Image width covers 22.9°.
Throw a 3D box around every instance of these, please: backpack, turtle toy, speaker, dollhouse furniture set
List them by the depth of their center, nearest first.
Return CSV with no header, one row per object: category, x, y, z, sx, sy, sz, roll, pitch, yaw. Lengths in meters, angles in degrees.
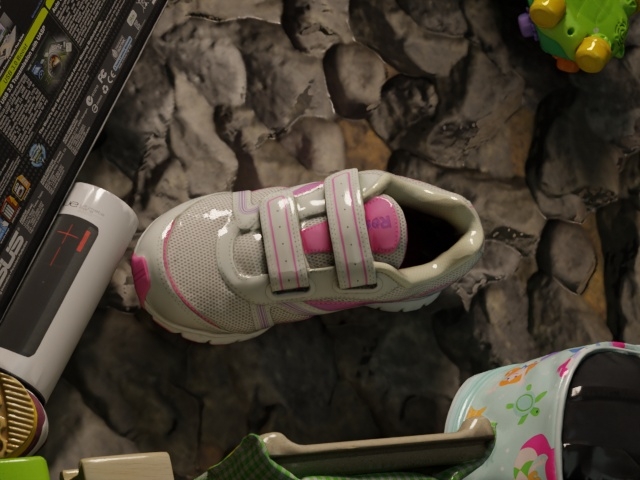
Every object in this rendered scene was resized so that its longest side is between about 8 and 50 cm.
dollhouse furniture set,-0.059,0.200,0.887,0.301,0.197,0.151,-1,73,-27
speaker,-0.163,0.032,0.971,0.055,0.055,0.136,33,62,-15
backpack,0.182,0.178,1.010,0.253,0.191,0.225,12,68,-48
turtle toy,0.183,-0.183,1.214,0.130,0.066,0.095,42,58,-9

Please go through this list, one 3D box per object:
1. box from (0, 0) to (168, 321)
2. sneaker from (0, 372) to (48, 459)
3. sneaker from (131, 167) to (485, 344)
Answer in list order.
box,-0.210,-0.118,0.927,0.216,0.060,0.270,53,51,-46
sneaker,-0.246,0.125,0.894,0.185,0.084,0.070,-10,72,-3
sneaker,0.000,0.000,1.032,0.252,0.111,0.103,-9,78,-29
